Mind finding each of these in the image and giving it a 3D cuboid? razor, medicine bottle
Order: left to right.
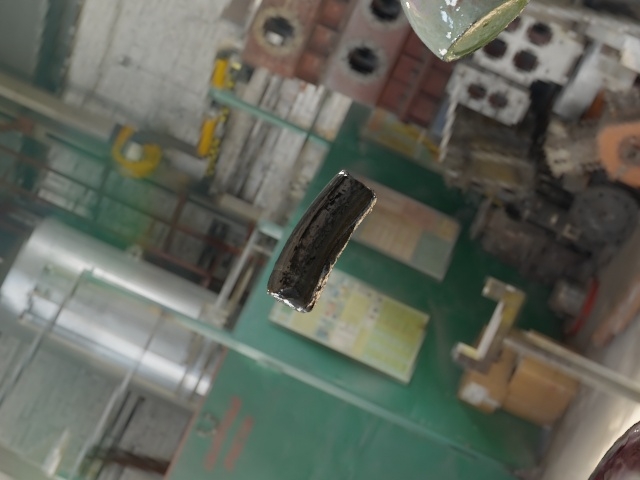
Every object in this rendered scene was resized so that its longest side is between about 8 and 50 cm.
[{"bbox_3d":[0.000,0.000,1.245,0.148,0.054,0.090,-59,-8,-5],"label":"razor"},{"bbox_3d":[0.169,-0.320,1.566,0.147,0.143,0.147,-34,-9,-6],"label":"medicine bottle"}]

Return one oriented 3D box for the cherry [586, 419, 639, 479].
[{"bbox_3d":[0.244,0.198,0.626,0.218,0.296,0.255,116,152,-65],"label":"cherry"}]
